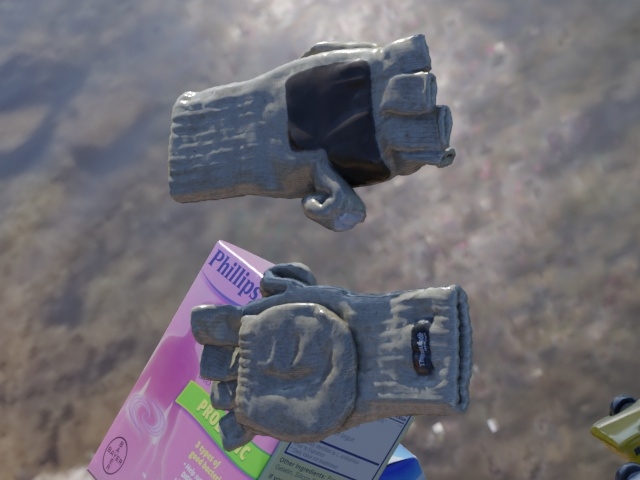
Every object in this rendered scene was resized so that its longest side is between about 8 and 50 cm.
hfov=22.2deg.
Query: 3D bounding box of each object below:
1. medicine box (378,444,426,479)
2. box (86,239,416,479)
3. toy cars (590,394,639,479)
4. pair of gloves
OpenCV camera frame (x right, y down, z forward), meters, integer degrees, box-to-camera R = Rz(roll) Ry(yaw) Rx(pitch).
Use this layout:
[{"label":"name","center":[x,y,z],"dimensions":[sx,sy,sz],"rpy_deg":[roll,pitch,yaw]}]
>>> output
[{"label":"medicine box","center":[0.063,0.389,2.039],"dimensions":[0.149,0.289,0.263],"rpy_deg":[-22,11,-10]},{"label":"box","center":[-0.057,0.159,1.394],"dimensions":[0.243,0.117,0.213],"rpy_deg":[-59,38,4]},{"label":"toy cars","center":[0.322,0.226,1.549],"dimensions":[0.176,0.087,0.393],"rpy_deg":[-19,16,39]},{"label":"pair of gloves","center":[0.000,0.000,0.975],"dimensions":[0.204,0.042,0.240],"rpy_deg":[-15,74,34]}]
